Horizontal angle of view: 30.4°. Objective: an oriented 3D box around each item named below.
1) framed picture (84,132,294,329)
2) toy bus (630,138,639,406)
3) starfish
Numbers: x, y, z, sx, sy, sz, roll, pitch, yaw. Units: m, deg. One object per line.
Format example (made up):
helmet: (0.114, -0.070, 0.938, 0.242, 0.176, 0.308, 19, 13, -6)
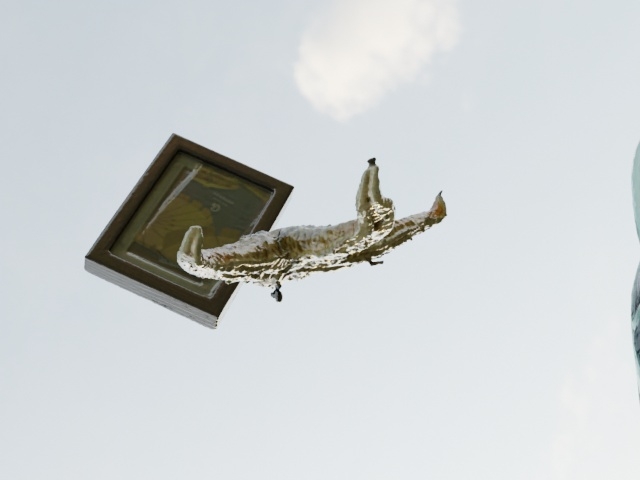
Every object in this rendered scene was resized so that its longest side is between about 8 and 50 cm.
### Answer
framed picture: (-0.113, -0.012, 1.049, 0.023, 0.128, 0.168, 108, -172, -51)
toy bus: (0.225, 0.012, 0.335, 0.133, 0.276, 0.164, -78, -30, -51)
starfish: (0.002, 0.001, 0.764, 0.050, 0.138, 0.247, 68, -166, 7)
